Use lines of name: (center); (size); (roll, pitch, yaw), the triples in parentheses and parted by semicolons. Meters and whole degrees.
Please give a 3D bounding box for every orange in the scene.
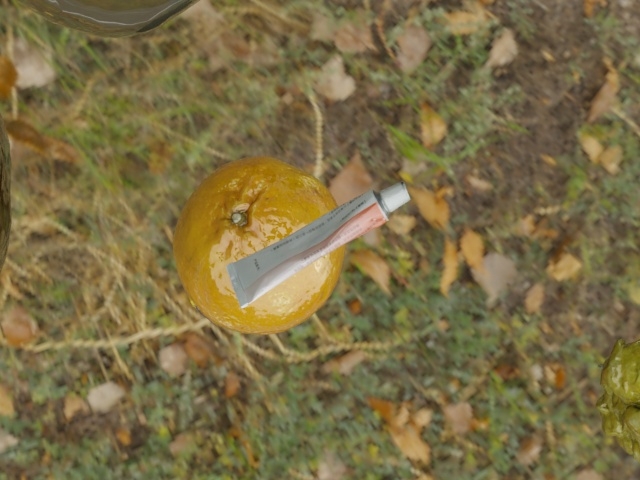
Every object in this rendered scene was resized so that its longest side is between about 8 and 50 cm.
orange: (-0.077, 0.005, 1.649); (0.219, 0.219, 0.193); (-37, 133, 1)

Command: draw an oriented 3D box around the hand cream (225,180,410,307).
hand cream: (0.000, 0.000, 1.433); (0.216, 0.052, 0.038); (-30, 113, 9)

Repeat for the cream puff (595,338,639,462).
cream puff: (0.287, 0.121, 1.123); (0.146, 0.116, 0.146); (-27, 125, -47)

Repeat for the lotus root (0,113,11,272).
lotus root: (-0.251, 0.017, 0.792); (0.141, 0.210, 0.314); (0, 162, -29)

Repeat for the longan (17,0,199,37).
longan: (-0.162, -0.319, 0.956); (0.288, 0.288, 0.350); (-15, 117, -15)
